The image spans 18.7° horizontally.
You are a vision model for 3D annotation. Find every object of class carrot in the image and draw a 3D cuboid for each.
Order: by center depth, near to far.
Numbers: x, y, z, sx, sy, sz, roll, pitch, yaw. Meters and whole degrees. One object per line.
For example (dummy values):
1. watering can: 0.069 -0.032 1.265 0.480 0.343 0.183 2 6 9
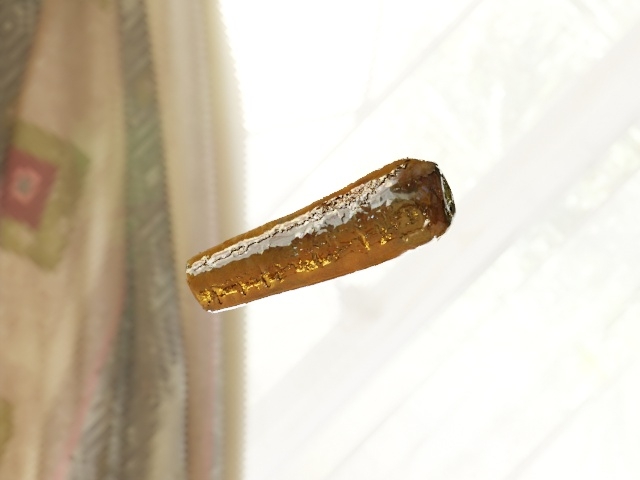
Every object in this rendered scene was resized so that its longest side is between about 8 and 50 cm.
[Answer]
1. carrot: 0.000 0.000 1.122 0.055 0.161 0.055 -22 -90 -82
